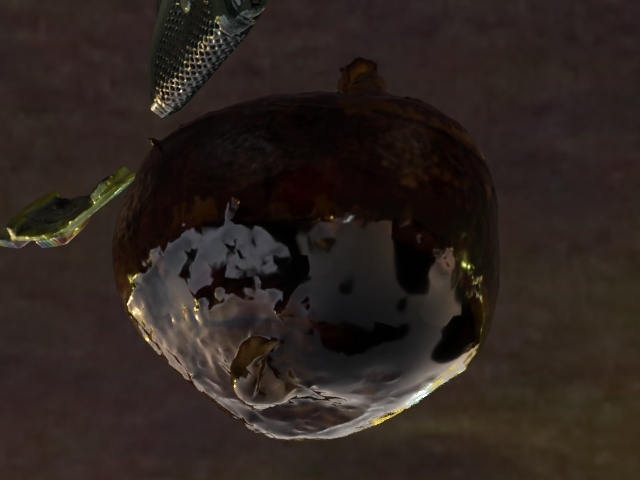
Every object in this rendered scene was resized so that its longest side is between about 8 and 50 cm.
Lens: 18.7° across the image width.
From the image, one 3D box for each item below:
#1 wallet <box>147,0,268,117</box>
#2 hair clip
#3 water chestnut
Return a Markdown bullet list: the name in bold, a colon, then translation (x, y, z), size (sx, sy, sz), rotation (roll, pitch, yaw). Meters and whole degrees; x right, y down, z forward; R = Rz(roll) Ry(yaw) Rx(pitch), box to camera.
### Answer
- **wallet**: translation (-0.054, -0.116, 0.904), size (0.026, 0.088, 0.129), rotation (13, 157, -21)
- **hair clip**: translation (-0.189, -0.024, 1.482), size (0.060, 0.033, 0.188), rotation (-42, -166, -32)
- **water chestnut**: translation (0.000, 0.000, 1.112), size (0.223, 0.238, 0.224), rotation (1, 149, 1)
